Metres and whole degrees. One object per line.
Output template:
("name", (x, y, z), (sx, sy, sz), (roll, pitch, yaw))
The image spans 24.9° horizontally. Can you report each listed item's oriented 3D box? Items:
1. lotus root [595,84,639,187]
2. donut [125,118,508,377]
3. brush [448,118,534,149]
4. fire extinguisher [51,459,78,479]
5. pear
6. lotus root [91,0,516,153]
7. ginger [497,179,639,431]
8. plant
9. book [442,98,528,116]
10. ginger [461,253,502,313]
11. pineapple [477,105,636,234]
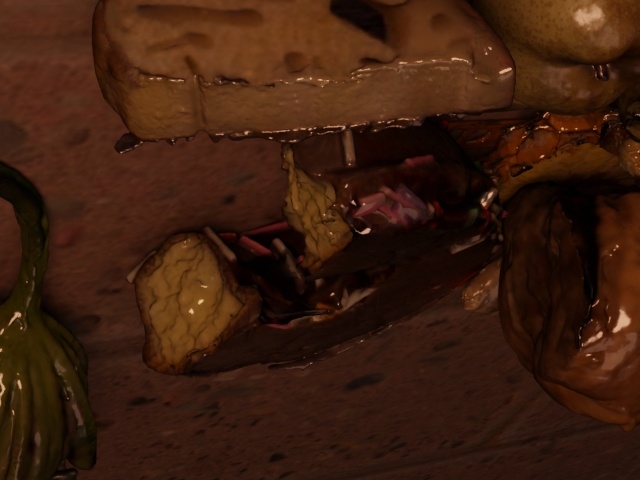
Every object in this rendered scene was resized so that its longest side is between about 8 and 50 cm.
("lotus root", (0.317, -0.120, 1.169), (0.278, 0.154, 0.154), (-42, 169, -37))
("donut", (0.015, 0.000, 1.249), (0.259, 0.136, 0.345), (-6, 157, -39))
("brush", (0.232, -0.105, 1.363), (0.314, 0.017, 0.090), (-5, 149, -28))
("fire extinguisher", (-0.369, 0.217, 1.436), (0.337, 0.107, 0.147), (2, 170, -39))
("pear", (0.190, -0.169, 1.071), (0.167, 0.137, 0.167), (-19, 154, -10))
("lotus root", (-0.019, -0.140, 0.938), (0.260, 0.170, 0.074), (-10, 146, -2))
("ginger", (0.266, 0.055, 1.214), (0.223, 0.200, 0.269), (5, -175, -12))
("plant", (-0.248, 0.089, 1.212), (0.251, 0.180, 0.333), (-8, 149, -47))
("book", (0.048, -0.118, 1.117), (0.198, 0.016, 0.138), (6, 176, -43))
("ginger", (0.281, 0.028, 1.601), (0.258, 0.065, 0.149), (-27, 156, 5))
("pineapple", (0.225, -0.066, 1.331), (0.224, 0.076, 0.225), (-12, 154, -6))
